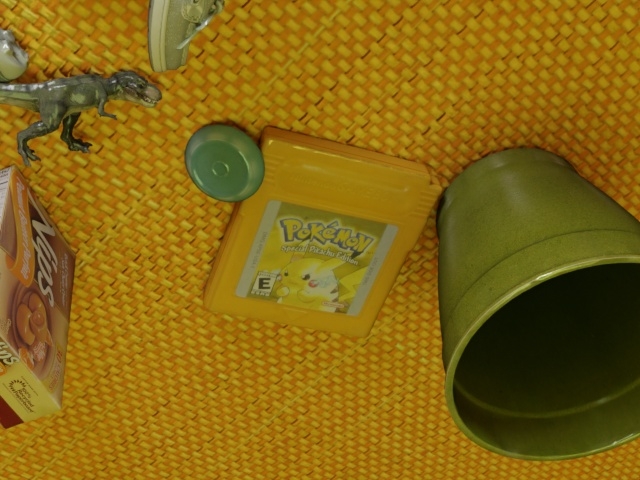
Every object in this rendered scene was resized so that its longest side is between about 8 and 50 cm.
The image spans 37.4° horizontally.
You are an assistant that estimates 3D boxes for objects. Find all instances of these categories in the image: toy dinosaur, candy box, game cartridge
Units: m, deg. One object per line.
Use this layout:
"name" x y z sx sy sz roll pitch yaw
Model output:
"toy dinosaur" -0.345 -0.163 1.229 0.268 0.064 0.118 -6 125 -25
"candy box" -0.410 0.067 1.252 0.088 0.316 0.183 -20 129 4
"game cartridge" 0.000 0.000 1.440 0.285 0.052 0.323 11 126 -18

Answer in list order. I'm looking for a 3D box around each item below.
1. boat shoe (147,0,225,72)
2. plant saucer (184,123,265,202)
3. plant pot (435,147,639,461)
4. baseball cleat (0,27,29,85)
"boat shoe" -0.124 -0.327 1.044 0.103 0.118 0.320 13 118 -15
"plant saucer" -0.138 -0.103 1.324 0.119 0.021 0.119 7 119 12
"plant pot" 0.317 0.058 1.344 0.366 0.353 0.366 -4 128 -6
"baseball cleat" -0.453 -0.259 1.145 0.109 0.072 0.206 -30 126 14
